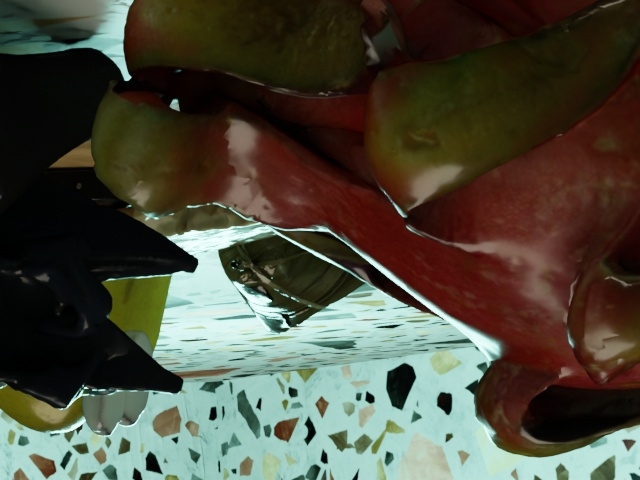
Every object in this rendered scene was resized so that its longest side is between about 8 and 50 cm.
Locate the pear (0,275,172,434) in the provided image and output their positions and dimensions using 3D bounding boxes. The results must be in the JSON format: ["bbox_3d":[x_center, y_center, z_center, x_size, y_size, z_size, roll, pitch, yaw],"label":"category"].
[{"bbox_3d":[-0.264,0.104,1.500,0.267,0.178,0.267,-7,168,-1],"label":"pear"}]

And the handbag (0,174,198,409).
[{"bbox_3d":[-0.264,0.021,0.808,0.303,0.122,0.329,2,-171,-34],"label":"handbag"}]

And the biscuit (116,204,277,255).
[{"bbox_3d":[-0.081,-0.016,1.144,0.205,0.040,0.309,-10,177,-45],"label":"biscuit"}]

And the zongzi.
[{"bbox_3d":[0.000,0.000,1.355,0.178,0.081,0.189,-26,156,0],"label":"zongzi"}]

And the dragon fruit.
[{"bbox_3d":[0.093,-0.052,0.565,0.307,0.243,0.227,35,-172,-11],"label":"dragon fruit"}]

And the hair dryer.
[{"bbox_3d":[-0.243,-0.073,0.701,0.272,0.091,0.235,15,-160,16],"label":"hair dryer"}]

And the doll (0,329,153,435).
[{"bbox_3d":[-0.270,0.091,1.259,0.271,0.144,0.208,11,-174,4],"label":"doll"}]

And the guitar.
[{"bbox_3d":[-0.207,-0.021,1.171,0.088,0.025,0.233,-3,172,-17],"label":"guitar"}]
